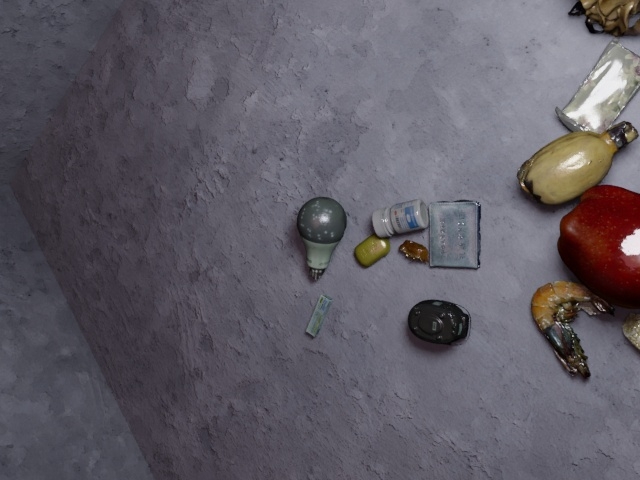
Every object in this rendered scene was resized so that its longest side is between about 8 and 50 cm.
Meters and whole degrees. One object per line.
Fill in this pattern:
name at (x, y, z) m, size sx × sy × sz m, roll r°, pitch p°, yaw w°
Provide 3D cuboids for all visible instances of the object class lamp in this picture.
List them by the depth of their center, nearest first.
lamp at (0.001, 0.000, 1.813) m, size 0.182 × 0.182 × 0.313 m, roll 9°, pitch 101°, yaw 30°

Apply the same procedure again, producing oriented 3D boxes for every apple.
apple at (0.784, 0.011, 1.297) m, size 0.317 × 0.288 × 0.288 m, roll 45°, pitch 113°, yaw 36°

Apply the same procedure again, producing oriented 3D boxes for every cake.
cake at (0.751, -0.692, 1.302) m, size 0.333 × 0.332 × 0.320 m, roll 27°, pitch 136°, yaw 27°

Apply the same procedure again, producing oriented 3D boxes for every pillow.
pillow at (0.790, -0.407, 1.402) m, size 0.169 × 0.059 × 0.255 m, roll 39°, pitch 110°, yaw 17°

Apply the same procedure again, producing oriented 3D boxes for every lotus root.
lotus root at (0.702, -0.216, 1.386) m, size 0.310 × 0.183 × 0.182 m, roll -37°, pitch 74°, yaw 28°

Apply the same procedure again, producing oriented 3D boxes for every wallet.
wallet at (0.432, -0.021, 1.639) m, size 0.168 × 0.036 × 0.221 m, roll 2°, pitch 93°, yaw 30°

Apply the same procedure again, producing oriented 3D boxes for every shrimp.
shrimp at (0.735, 0.247, 1.437) m, size 0.222 × 0.054 × 0.290 m, roll -29°, pitch 80°, yaw 44°

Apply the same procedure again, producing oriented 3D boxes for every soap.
soap at (0.180, 0.032, 1.784) m, size 0.140 × 0.045 × 0.088 m, roll -38°, pitch 77°, yaw 26°

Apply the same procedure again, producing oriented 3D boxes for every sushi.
sushi at (0.317, 0.040, 1.702) m, size 0.118 × 0.062 × 0.060 m, roll 35°, pitch 119°, yaw 46°

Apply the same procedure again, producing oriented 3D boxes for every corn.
corn at (0.901, 0.290, 1.350) m, size 0.211 × 0.087 × 0.087 m, roll 47°, pitch 113°, yaw 20°

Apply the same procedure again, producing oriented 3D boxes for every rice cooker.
rice cooker at (0.381, 0.264, 1.633) m, size 0.203 × 0.118 × 0.142 m, roll 5°, pitch 95°, yaw 34°

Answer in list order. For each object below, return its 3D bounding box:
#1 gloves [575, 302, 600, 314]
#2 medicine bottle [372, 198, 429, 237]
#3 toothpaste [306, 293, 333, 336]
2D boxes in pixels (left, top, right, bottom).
gloves at (0.765, 0.185, 1.451) m, size 0.081 × 0.037 × 0.044 m, roll 36°, pitch 139°, yaw 22°
medicine bottle at (0.269, -0.073, 1.693) m, size 0.168 × 0.105 × 0.104 m, roll -13°, pitch 85°, yaw 30°
toothpaste at (-0.004, 0.284, 1.908) m, size 0.046 × 0.034 × 0.164 m, roll 29°, pitch 106°, yaw 26°
